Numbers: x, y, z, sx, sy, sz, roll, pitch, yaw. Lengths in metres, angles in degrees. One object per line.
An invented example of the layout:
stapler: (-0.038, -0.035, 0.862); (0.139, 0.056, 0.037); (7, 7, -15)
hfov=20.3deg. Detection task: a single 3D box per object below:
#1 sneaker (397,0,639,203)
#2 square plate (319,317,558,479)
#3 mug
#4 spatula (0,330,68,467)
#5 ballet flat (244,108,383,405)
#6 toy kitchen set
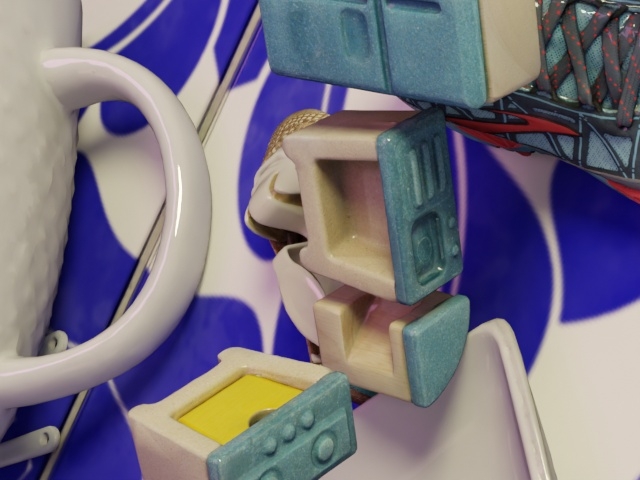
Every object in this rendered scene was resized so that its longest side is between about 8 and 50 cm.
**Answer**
sneaker: (0.100, -0.078, 0.798); (0.262, 0.125, 0.104); (13, 88, 50)
square plate: (0.018, 0.265, 0.841); (0.347, 0.049, 0.344); (-38, 53, 35)
mug: (-0.247, -0.010, 1.090); (0.374, 0.276, 0.328); (-4, 71, 14)
spatula: (-0.244, 0.150, 1.199); (0.242, 0.019, 0.168); (-24, 60, 43)
ballet flat: (0.000, 0.000, 0.931); (0.073, 0.067, 0.206); (-51, 45, 27)
toy kitchen set: (0.002, -0.001, 0.744); (0.122, 0.166, 0.207); (13, 122, 41)
